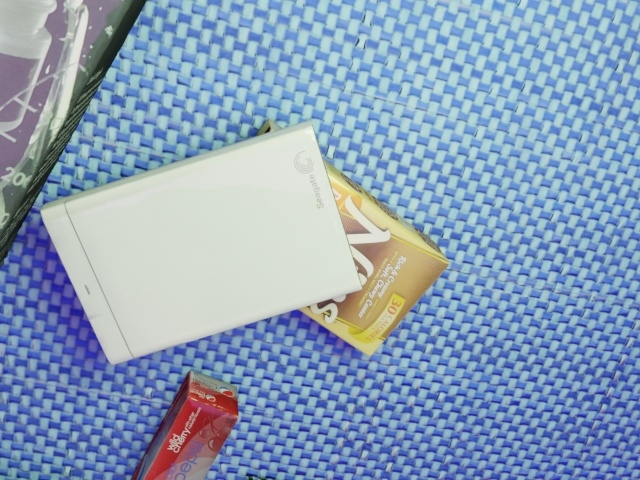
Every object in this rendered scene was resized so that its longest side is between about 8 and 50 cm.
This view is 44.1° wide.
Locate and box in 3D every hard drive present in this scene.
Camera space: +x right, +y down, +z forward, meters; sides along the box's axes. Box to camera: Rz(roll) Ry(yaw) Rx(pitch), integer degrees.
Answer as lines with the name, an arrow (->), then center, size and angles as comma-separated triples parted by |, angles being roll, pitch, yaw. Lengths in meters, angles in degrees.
hard drive -> -0.146, 0.009, 1.021 | 0.353, 0.047, 0.233 | -17, 111, 1

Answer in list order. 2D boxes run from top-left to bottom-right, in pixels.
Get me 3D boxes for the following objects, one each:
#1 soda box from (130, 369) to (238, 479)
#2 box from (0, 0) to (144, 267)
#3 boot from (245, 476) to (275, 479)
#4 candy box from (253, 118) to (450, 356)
soda box -> -0.216, 0.331, 1.182 | 0.083, 0.092, 0.263 | 25, 103, -14
box -> -0.484, -0.241, 0.848 | 0.480, 0.297, 0.472 | 29, 100, -16
boot -> -0.071, 0.413, 1.220 | 0.099, 0.121, 0.045 | 12, 104, -19
candy box -> 0.000, 0.000, 1.103 | 0.316, 0.087, 0.183 | 35, 103, -16
